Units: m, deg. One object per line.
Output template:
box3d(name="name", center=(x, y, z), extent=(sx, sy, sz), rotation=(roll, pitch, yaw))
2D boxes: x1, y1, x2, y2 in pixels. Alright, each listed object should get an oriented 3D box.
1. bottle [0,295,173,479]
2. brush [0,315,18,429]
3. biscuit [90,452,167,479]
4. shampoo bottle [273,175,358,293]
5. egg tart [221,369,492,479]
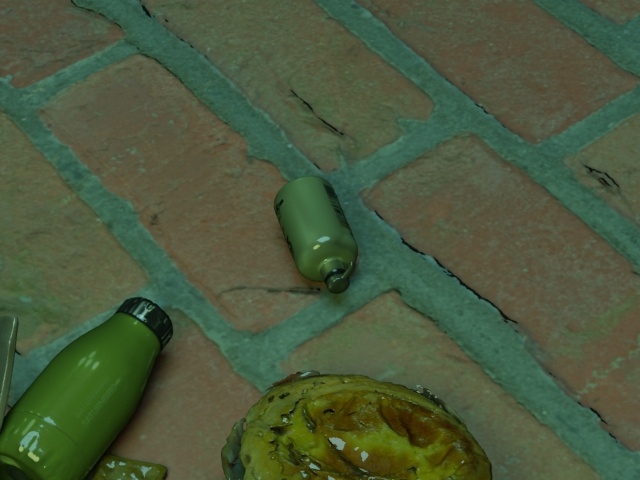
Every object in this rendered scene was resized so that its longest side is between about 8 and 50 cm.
box3d(name="bottle", center=(-0.260, 0.172, 1.968), extent=(0.112, 0.112, 0.260), rotation=(22, 53, 21))
box3d(name="brush", center=(-0.376, 0.234, 1.866), extent=(0.050, 0.060, 0.321), rotation=(19, 70, -33))
box3d(name="biscuit", center=(-0.218, 0.275, 1.936), extent=(0.081, 0.018, 0.083), rotation=(10, 49, 13))
box3d(name="shampoo bottle", center=(0.000, 0.000, 2.130), extent=(0.079, 0.079, 0.162), rotation=(-14, 49, -9))
box3d(name="egg tart", center=(0.038, 0.255, 1.874), extent=(0.297, 0.132, 0.297), rotation=(6, 36, -4))
